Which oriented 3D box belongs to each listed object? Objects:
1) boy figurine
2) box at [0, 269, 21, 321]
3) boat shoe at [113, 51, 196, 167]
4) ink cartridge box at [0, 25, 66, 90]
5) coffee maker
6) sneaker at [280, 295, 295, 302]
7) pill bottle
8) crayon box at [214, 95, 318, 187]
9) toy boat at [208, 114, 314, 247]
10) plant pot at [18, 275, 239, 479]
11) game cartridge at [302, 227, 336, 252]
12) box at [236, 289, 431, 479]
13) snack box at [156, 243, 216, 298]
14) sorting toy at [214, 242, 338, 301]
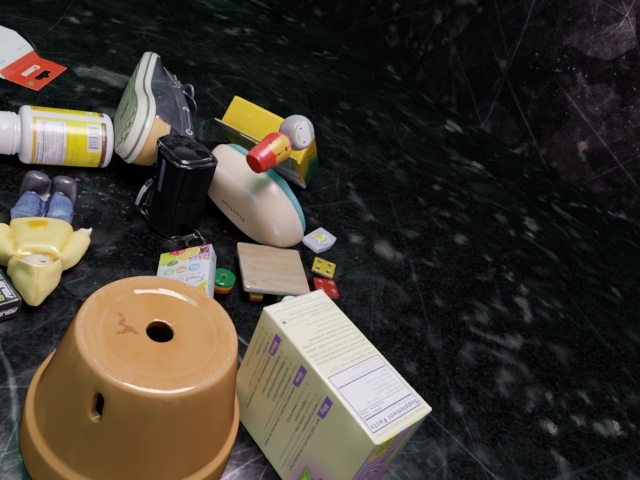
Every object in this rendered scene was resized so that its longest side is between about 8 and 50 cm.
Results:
[{"bbox_3d":[-0.485,-0.007,0.982,0.177,0.092,0.285,11,32,-24],"label":"boy figurine"},{"bbox_3d":[-0.580,0.066,0.860,0.190,0.045,0.184,41,38,24],"label":"box"},{"bbox_3d":[-0.388,-0.306,1.375,0.155,0.187,0.500,22,23,-29],"label":"boat shoe"},{"bbox_3d":[-0.796,-0.476,1.472,0.232,0.066,0.189,15,34,-7],"label":"ink cartridge box"},{"bbox_3d":[-0.271,-0.100,1.165,0.171,0.178,0.120,29,34,8],"label":"coffee maker"},{"bbox_3d":[-0.028,0.147,1.111,0.098,0.038,0.069,9,46,-25],"label":"sneaker"},{"bbox_3d":[-0.552,-0.215,1.204,0.214,0.117,0.117,0,40,-33],"label":"pill bottle"},{"bbox_3d":[-0.115,-0.231,1.377,0.203,0.083,0.323,27,-4,4],"label":"crayon box"},{"bbox_3d":[-0.107,-0.126,1.183,0.267,0.318,0.148,45,60,5],"label":"toy boat"},{"bbox_3d":[-0.231,0.187,0.768,0.290,0.204,0.291,18,34,-12],"label":"plant pot"},{"bbox_3d":[0.000,0.000,1.349,0.056,0.017,0.083,39,36,14],"label":"game cartridge"},{"bbox_3d":[-0.001,0.236,0.835,0.117,0.214,0.243,-13,48,-42],"label":"box"},{"bbox_3d":[-0.242,0.070,1.037,0.100,0.037,0.141,-12,38,4],"label":"snack box"},{"bbox_3d":[-0.092,0.071,1.161,0.274,0.046,0.132,8,37,-23],"label":"sorting toy"}]
